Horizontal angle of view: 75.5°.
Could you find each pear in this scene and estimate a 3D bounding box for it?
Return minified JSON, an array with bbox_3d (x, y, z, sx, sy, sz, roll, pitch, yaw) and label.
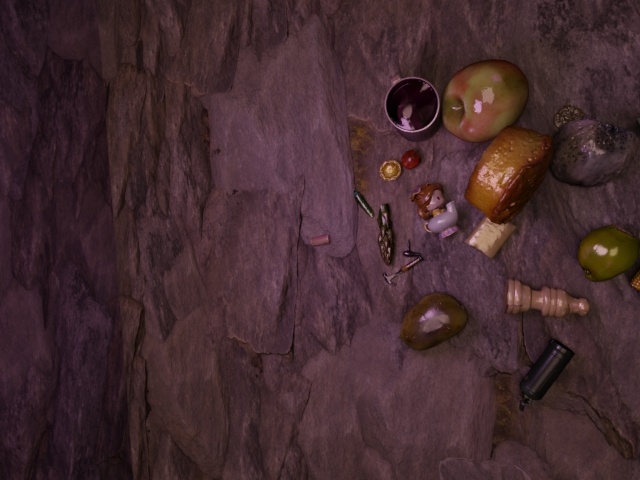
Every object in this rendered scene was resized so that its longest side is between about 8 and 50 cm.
[{"bbox_3d":[1.084,0.054,1.573,0.188,0.188,0.219,37,116,15],"label":"pear"}]

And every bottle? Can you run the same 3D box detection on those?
[{"bbox_3d":[0.000,0.000,2.014,0.097,0.045,0.045,-13,87,20],"label":"bottle"}]

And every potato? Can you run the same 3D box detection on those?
[{"bbox_3d":[0.480,0.352,1.789,0.308,0.173,0.210,-40,81,13],"label":"potato"}]

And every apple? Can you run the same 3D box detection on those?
[{"bbox_3d":[0.653,-0.555,1.642,0.278,0.319,0.318,-20,84,-16],"label":"apple"}]

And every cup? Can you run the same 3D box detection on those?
[{"bbox_3d":[0.374,-0.556,1.749,0.289,0.273,0.208,34,102,16],"label":"cup"}]

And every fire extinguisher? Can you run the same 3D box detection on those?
[{"bbox_3d":[0.899,0.554,1.680,0.096,0.114,0.311,32,103,11],"label":"fire extinguisher"}]

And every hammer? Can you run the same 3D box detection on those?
[{"bbox_3d":[0.382,0.135,1.891,0.201,0.021,0.078,-36,81,21],"label":"hammer"}]

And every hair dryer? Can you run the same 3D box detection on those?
[{"bbox_3d":[0.415,0.035,1.883,0.079,0.031,0.083,2,84,9],"label":"hair dryer"}]

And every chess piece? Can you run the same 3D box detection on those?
[{"bbox_3d":[0.914,0.242,1.674,0.308,0.124,0.138,5,61,15],"label":"chess piece"}]

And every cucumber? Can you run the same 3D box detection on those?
[{"bbox_3d":[0.198,-0.176,1.944,0.039,0.039,0.167,-37,82,16],"label":"cucumber"}]

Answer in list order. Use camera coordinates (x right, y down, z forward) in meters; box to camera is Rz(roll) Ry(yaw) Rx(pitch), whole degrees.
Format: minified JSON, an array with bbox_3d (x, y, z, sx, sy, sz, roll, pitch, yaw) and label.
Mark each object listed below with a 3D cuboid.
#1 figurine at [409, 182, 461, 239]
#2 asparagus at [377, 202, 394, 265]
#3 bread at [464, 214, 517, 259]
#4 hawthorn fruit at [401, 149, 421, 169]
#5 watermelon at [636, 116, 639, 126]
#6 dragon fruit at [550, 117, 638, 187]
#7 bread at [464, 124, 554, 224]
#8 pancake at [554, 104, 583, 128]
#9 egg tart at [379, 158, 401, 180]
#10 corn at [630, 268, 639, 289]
[{"bbox_3d":[0.496,-0.138,1.790,0.190,0.142,0.263,-36,79,40],"label":"figurine"},{"bbox_3d":[0.298,-0.024,1.896,0.080,0.080,0.286,-8,81,19],"label":"asparagus"},{"bbox_3d":[0.722,-0.027,1.753,0.140,0.060,0.178,35,102,15],"label":"bread"},{"bbox_3d":[0.402,-0.357,1.849,0.093,0.093,0.092,1,92,19],"label":"hawthorn fruit"},{"bbox_3d":[1.283,-0.499,1.474,0.319,0.226,0.148,-24,56,4],"label":"watermelon"},{"bbox_3d":[1.020,-0.317,1.563,0.283,0.221,0.203,23,93,15],"label":"dragon fruit"},{"bbox_3d":[0.725,-0.251,1.574,0.215,0.398,0.397,35,102,26],"label":"bread"},{"bbox_3d":[1.002,-0.492,1.667,0.108,0.017,0.107,2,95,18],"label":"pancake"},{"bbox_3d":[0.322,-0.320,1.896,0.105,0.039,0.104,0,91,19],"label":"egg tart"},{"bbox_3d":[1.294,0.071,1.538,0.106,0.106,0.305,42,107,14],"label":"corn"}]
